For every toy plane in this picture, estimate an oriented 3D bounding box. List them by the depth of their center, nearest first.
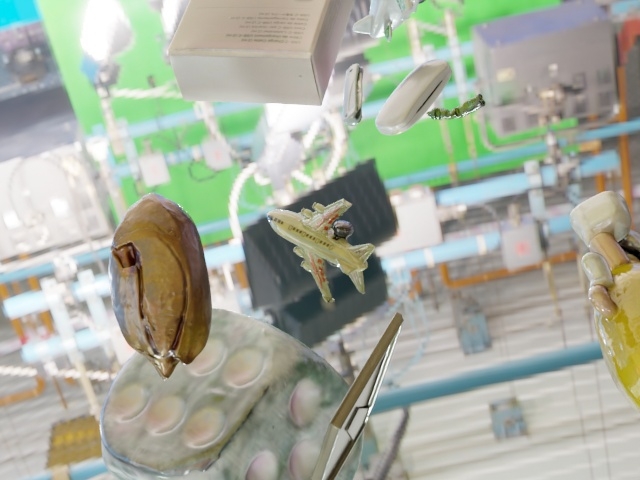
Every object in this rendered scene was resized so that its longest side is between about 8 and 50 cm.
[{"bbox_3d":[0.114,-0.404,1.877,0.080,0.174,0.174,6,-161,-25],"label":"toy plane"},{"bbox_3d":[0.000,0.000,2.232,0.244,0.229,0.092,34,-140,31],"label":"toy plane"}]

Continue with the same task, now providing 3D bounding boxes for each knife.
[{"bbox_3d":[0.059,-0.256,2.028,0.044,0.023,0.162,-42,-152,34],"label":"knife"}]

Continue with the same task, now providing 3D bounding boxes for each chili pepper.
[{"bbox_3d":[0.187,-0.180,1.611,0.083,0.027,0.022,-15,-115,20],"label":"chili pepper"}]

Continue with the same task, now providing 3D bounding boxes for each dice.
[{"bbox_3d":[-0.153,0.333,2.016,0.328,0.348,0.330,11,-119,41],"label":"dice"}]

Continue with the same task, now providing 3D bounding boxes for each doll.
[{"bbox_3d":[0.511,0.115,1.774,0.348,0.161,0.423,0,-129,-49],"label":"doll"}]

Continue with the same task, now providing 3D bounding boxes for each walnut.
[{"bbox_3d":[-0.208,0.059,1.529,0.137,0.245,0.137,-8,179,0],"label":"walnut"}]

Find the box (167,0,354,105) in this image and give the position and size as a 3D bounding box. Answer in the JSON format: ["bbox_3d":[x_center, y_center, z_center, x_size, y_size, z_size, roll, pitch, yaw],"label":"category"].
[{"bbox_3d":[-0.074,-0.308,1.618,0.203,0.106,0.251,4,-129,14],"label":"box"}]

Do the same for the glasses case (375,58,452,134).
[{"bbox_3d":[0.144,-0.221,1.792,0.063,0.041,0.164,7,-132,43],"label":"glasses case"}]

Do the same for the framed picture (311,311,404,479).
[{"bbox_3d":[0.043,0.259,1.656,0.020,0.289,0.211,27,-129,11],"label":"framed picture"}]
